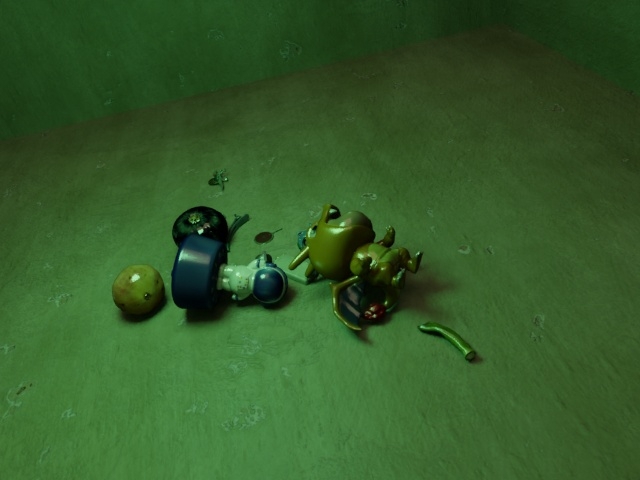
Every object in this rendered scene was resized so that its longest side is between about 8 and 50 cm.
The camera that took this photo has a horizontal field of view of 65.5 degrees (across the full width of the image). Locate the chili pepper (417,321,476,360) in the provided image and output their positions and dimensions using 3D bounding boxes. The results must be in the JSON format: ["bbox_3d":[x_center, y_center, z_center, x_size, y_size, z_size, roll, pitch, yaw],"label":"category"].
[{"bbox_3d":[0.389,0.296,1.524,0.051,0.050,0.201,5,19,-44],"label":"chili pepper"}]

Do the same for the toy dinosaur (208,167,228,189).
[{"bbox_3d":[-0.520,-0.304,2.498,0.106,0.044,0.188,-14,50,19],"label":"toy dinosaur"}]

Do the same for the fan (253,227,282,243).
[{"bbox_3d":[-0.219,-0.023,2.098,0.133,0.005,0.085,-29,41,-18],"label":"fan"}]

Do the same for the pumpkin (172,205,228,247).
[{"bbox_3d":[-0.496,-0.039,2.065,0.232,0.163,0.233,-9,41,8],"label":"pumpkin"}]

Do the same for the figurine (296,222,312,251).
[{"bbox_3d":[0.002,0.005,1.936,0.178,0.114,0.144,-16,40,-19],"label":"figurine"}]

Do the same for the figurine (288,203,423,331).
[{"bbox_3d":[0.115,0.077,1.670,0.386,0.268,0.401,23,54,24],"label":"figurine"}]

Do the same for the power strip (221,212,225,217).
[{"bbox_3d":[-0.468,-0.111,2.253,0.083,0.027,0.017,7,43,24],"label":"power strip"}]

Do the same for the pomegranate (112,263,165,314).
[{"bbox_3d":[-0.672,0.178,1.830,0.191,0.191,0.191,-7,39,6],"label":"pomegranate"}]

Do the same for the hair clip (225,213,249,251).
[{"bbox_3d":[-0.374,-0.031,2.130,0.070,0.039,0.230,1,45,17],"label":"hair clip"}]

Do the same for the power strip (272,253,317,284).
[{"bbox_3d":[-0.098,0.107,1.885,0.192,0.035,0.081,19,48,32],"label":"power strip"}]

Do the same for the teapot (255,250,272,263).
[{"bbox_3d":[-0.215,0.082,1.909,0.066,0.088,0.057,-4,51,-13],"label":"teapot"}]

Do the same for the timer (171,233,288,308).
[{"bbox_3d":[-0.305,0.133,1.769,0.383,0.271,0.270,8,41,3],"label":"timer"}]
